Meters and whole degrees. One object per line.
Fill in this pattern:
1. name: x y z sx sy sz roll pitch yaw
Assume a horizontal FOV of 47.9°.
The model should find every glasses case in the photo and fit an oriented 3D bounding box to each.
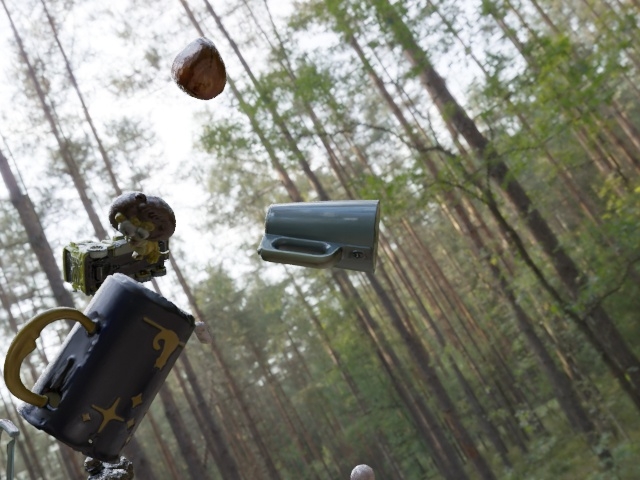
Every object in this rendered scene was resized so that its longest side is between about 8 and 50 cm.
1. glasses case: -0.281 0.222 1.725 0.032 0.021 0.083 -6 -40 7

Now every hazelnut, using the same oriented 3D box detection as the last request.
1. hazelnut: -0.289 -0.419 1.768 0.150 0.150 0.150 -26 -19 -10

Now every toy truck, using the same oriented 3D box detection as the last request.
1. toy truck: -0.505 0.040 1.773 0.272 0.157 0.124 -20 -63 -52

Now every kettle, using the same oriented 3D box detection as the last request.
1. kettle: 0.000 0.000 1.543 0.243 0.210 0.159 3 -57 7

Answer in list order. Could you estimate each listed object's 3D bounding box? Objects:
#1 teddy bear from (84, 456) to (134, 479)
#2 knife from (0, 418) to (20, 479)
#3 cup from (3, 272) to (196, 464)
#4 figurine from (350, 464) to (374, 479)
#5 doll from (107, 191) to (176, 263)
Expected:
1. teddy bear: -0.510 0.598 1.755 0.129 0.181 0.251 -35 11 -14
2. knife: -0.463 0.259 0.921 0.278 0.123 0.053 10 4 33
3. cup: -0.329 0.184 1.100 0.256 0.179 0.255 -61 -8 -11
4. figurine: 0.053 0.440 1.102 0.145 0.181 0.257 -9 -6 13
5. doll: -0.366 -0.024 1.517 0.145 0.096 0.188 -2 -51 22
